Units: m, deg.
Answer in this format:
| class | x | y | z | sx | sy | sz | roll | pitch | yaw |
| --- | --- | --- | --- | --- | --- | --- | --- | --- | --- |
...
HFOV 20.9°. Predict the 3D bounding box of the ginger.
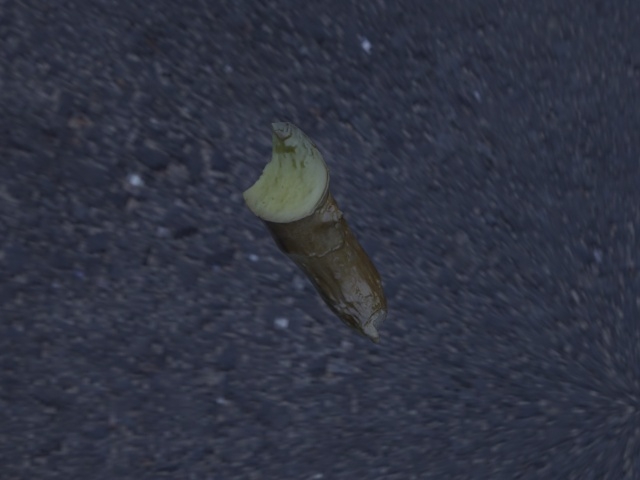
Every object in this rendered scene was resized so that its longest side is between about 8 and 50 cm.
| class | x | y | z | sx | sy | sz | roll | pitch | yaw |
| --- | --- | --- | --- | --- | --- | --- | --- | --- | --- |
| ginger | -0.004 | -0.002 | 0.931 | 0.057 | 0.137 | 0.044 | -4 | 45 | 28 |
